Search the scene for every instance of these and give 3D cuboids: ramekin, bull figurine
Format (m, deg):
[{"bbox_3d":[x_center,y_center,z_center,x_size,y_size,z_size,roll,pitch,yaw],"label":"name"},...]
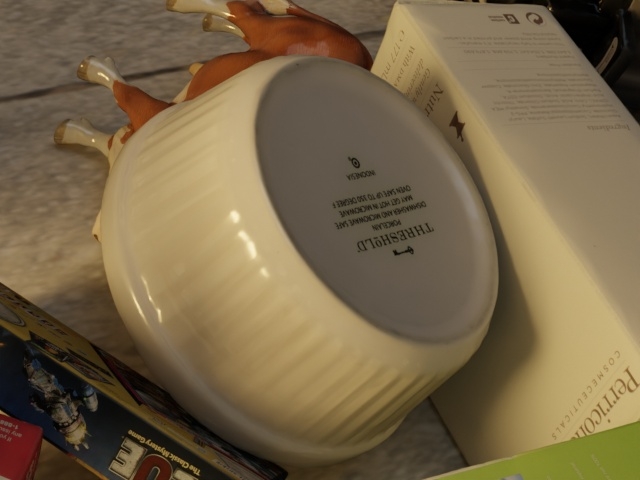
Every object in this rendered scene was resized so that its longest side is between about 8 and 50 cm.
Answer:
[{"bbox_3d":[0.000,0.000,0.835,0.273,0.127,0.273,27,46,-31],"label":"ramekin"},{"bbox_3d":[-0.094,-0.095,1.011,0.188,0.101,0.310,36,54,18],"label":"bull figurine"}]

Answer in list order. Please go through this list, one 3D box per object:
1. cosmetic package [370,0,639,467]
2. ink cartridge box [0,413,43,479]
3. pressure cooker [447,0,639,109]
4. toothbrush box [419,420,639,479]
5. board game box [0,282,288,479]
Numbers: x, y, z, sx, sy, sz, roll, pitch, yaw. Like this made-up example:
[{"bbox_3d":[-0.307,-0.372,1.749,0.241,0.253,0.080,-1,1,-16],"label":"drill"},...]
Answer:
[{"bbox_3d":[0.163,0.018,0.957,0.156,0.217,0.385,-4,47,-28],"label":"cosmetic package"},{"bbox_3d":[-0.241,0.179,0.660,0.128,0.127,0.176,20,42,-5],"label":"ink cartridge box"},{"bbox_3d":[0.308,-0.310,1.257,0.420,0.376,0.370,8,13,-17],"label":"pressure cooker"},{"bbox_3d":[0.088,0.225,0.710,0.283,0.206,0.122,-10,52,-32],"label":"toothbrush box"},{"bbox_3d":[-0.141,0.099,0.780,0.243,0.042,0.165,32,-3,9],"label":"board game box"}]
